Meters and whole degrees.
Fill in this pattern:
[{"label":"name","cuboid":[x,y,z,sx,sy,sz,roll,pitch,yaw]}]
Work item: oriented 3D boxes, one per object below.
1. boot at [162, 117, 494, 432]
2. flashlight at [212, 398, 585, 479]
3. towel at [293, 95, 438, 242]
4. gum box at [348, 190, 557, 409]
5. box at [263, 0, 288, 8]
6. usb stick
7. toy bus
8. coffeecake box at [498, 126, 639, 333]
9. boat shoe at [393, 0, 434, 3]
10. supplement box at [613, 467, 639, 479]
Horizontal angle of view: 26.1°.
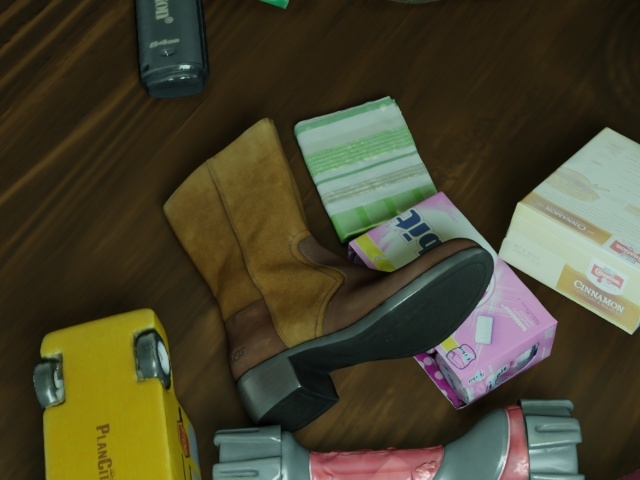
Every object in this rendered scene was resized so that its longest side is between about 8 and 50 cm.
[{"label":"boot","cuboid":[0.000,0.000,1.259,0.264,0.096,0.280,-40,52,21]},{"label":"flashlight","cuboid":[0.063,0.188,1.156,0.304,0.103,0.103,-1,56,0]},{"label":"towel","cuboid":[0.047,-0.071,1.390,0.113,0.023,0.152,-17,59,-7]},{"label":"gum box","cuboid":[0.122,0.057,1.269,0.107,0.062,0.188,-29,59,-17]},{"label":"box","cuboid":[-0.088,-0.324,1.528,0.179,0.043,0.105,16,51,-8]},{"label":"usb stick","cuboid":[-0.168,-0.271,1.518,0.077,0.045,0.278,-6,56,-3]},{"label":"toy bus","cuboid":[-0.153,0.223,1.111,0.108,0.130,0.332,-16,52,5]},{"label":"coffeecake box","cuboid":[0.275,-0.014,1.275,0.142,0.068,0.185,32,41,21]},{"label":"boat shoe","cuboid":[0.127,-0.306,1.529,0.190,0.068,0.072,1,42,-9]},{"label":"supplement box","cuboid":[0.286,0.240,1.079,0.239,0.073,0.130,-28,56,12]}]
